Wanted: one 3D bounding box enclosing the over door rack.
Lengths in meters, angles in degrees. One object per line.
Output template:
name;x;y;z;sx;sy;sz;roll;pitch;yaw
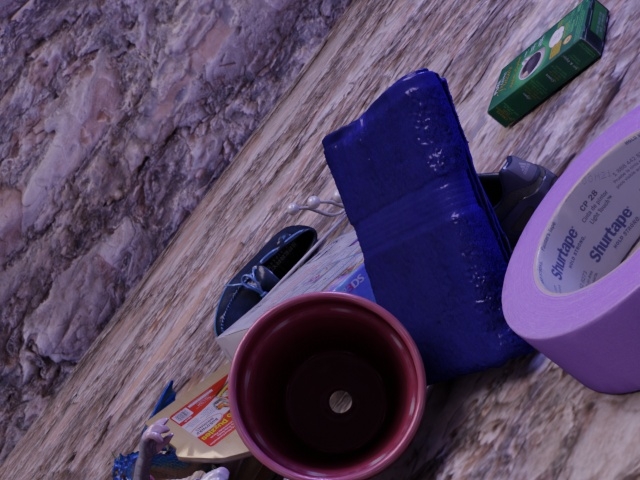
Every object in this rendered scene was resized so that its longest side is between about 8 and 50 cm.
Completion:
over door rack;0.000;0.000;1.848;0.324;0.108;0.239;-57;14;-14

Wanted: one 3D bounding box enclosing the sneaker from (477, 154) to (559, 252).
sneaker;0.173;-0.012;1.309;0.300;0.121;0.111;-37;21;47

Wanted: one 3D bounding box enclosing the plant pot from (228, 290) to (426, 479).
plant pot;0.012;0.166;1.242;0.201;0.201;0.180;-56;-11;-9

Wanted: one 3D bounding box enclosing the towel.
towel;0.116;-0.007;1.224;0.076;0.308;0.228;-15;-7;-27

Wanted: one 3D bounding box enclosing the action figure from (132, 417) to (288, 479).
action figure;-0.096;0.346;1.295;0.370;0.248;0.275;170;108;-68

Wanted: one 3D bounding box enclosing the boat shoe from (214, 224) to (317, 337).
boat shoe;-0.097;0.067;2.001;0.089;0.109;0.258;-16;41;61

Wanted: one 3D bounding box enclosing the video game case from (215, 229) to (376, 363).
video game case;0.025;0.058;1.523;0.269;0.061;0.244;-40;10;-36

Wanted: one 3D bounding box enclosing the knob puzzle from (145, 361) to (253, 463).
knob puzzle;-0.108;0.234;1.512;0.213;0.030;0.213;-13;30;8

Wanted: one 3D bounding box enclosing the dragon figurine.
dragon figurine;-0.197;0.253;1.603;0.085;0.144;0.289;116;173;-55

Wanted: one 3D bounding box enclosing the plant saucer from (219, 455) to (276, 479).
plant saucer;-0.088;0.287;1.573;0.198;0.036;0.198;-51;18;23

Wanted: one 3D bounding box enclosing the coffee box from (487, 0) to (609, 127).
coffee box;0.310;-0.242;1.577;0.184;0.040;0.113;-39;20;42

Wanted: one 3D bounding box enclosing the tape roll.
tape roll;0.285;-0.004;1.013;0.275;0.090;0.275;-48;16;19
